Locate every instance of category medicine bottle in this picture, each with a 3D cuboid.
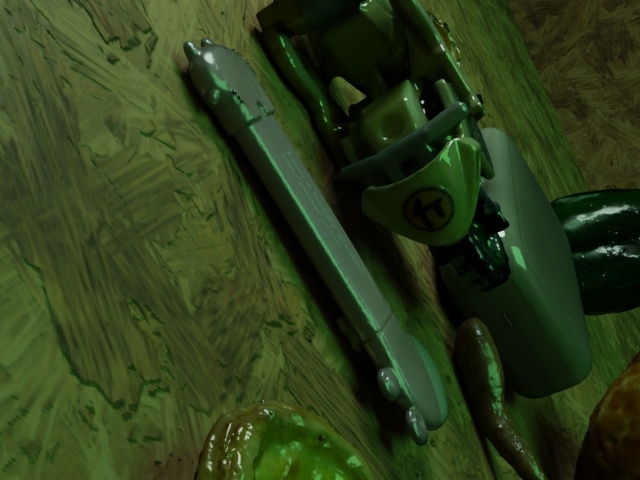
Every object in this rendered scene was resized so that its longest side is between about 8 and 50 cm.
[{"bbox_3d":[0.250,0.020,1.307,0.282,0.123,0.375,53,22,-21],"label":"medicine bottle"}]

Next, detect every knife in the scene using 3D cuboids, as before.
[{"bbox_3d":[-0.001,0.000,0.857,0.398,0.038,0.132,60,19,-6],"label":"knife"}]

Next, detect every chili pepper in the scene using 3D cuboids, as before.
[{"bbox_3d":[0.540,0.009,1.844,0.248,0.257,0.233,-64,136,-66],"label":"chili pepper"}]

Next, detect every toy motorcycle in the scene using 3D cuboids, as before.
[{"bbox_3d":[0.075,-0.135,1.032,0.410,0.169,0.237,63,14,16],"label":"toy motorcycle"}]

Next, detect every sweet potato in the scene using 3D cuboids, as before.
[{"bbox_3d":[0.191,0.179,1.073,0.050,0.050,0.214,32,35,-54],"label":"sweet potato"}]

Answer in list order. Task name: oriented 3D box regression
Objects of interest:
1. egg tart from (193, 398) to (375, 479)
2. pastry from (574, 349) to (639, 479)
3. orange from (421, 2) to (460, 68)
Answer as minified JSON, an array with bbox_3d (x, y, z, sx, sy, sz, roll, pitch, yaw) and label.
[{"bbox_3d":[-0.019,0.177,0.545,0.191,0.074,0.191,48,26,-33],"label":"egg tart"},{"bbox_3d":[0.492,0.297,1.223,0.388,0.313,0.388,170,-90,-71],"label":"pastry"},{"bbox_3d":[0.123,-0.229,1.328,0.170,0.112,0.160,-43,118,-45],"label":"orange"}]
